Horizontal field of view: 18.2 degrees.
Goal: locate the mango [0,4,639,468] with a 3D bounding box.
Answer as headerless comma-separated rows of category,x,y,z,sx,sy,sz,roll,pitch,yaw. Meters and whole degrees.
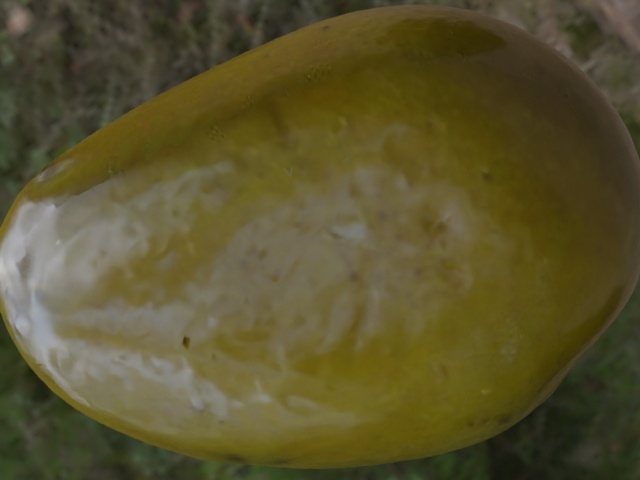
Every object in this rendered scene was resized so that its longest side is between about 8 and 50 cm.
mango,0.000,0.000,0.595,0.098,0.195,0.137,-103,10,-76
